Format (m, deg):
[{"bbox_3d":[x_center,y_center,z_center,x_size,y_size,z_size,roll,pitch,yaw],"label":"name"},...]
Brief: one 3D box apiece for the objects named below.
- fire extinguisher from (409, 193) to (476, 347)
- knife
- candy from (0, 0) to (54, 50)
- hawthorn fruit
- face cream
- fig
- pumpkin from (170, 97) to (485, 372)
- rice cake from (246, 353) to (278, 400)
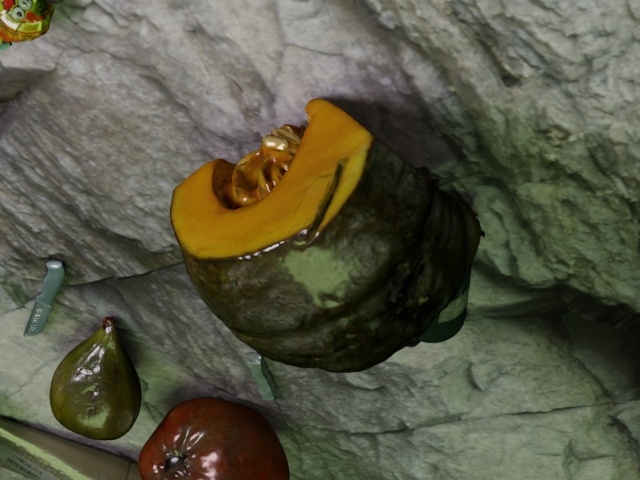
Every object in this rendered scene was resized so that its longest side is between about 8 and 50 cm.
[{"bbox_3d":[0.137,0.058,1.748,0.118,0.093,0.294,-34,152,-19],"label":"fire extinguisher"},{"bbox_3d":[-0.371,0.081,1.904,0.028,0.015,0.210,8,148,-17],"label":"knife"},{"bbox_3d":[-0.335,-0.203,1.455,0.060,0.060,0.201,23,151,-26],"label":"candy"},{"bbox_3d":[-0.141,0.342,2.126,0.211,0.210,0.262,-14,165,25],"label":"hawthorn fruit"},{"bbox_3d":[-0.428,0.356,2.278,0.341,0.084,0.137,22,141,-11],"label":"face cream"},{"bbox_3d":[-0.302,0.187,1.994,0.133,0.184,0.126,26,-172,12],"label":"fig"},{"bbox_3d":[0.000,0.000,1.533,0.303,0.256,0.225,-33,130,21],"label":"pumpkin"},{"bbox_3d":[-0.084,0.199,2.044,0.022,0.021,0.121,6,148,16],"label":"rice cake"}]
